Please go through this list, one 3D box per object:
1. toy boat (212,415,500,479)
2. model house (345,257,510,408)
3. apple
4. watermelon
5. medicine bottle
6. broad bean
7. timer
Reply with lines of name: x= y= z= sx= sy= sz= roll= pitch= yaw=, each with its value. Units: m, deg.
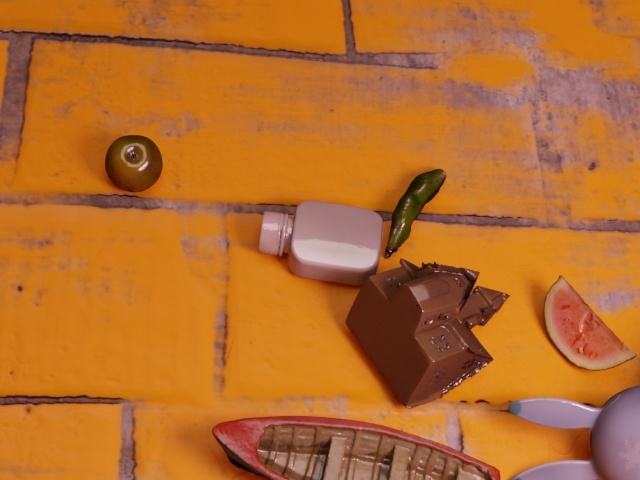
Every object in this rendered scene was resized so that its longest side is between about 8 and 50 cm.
toy boat: x=0.045 y=0.312 z=1.700 sx=0.392 sy=0.079 sz=0.136 roll=12 pitch=58 yaw=2
model house: x=0.196 y=0.098 z=1.836 sx=0.248 sy=0.176 sz=0.181 roll=-17 pitch=59 yaw=-37
apple: x=-0.287 y=-0.119 z=1.946 sx=0.089 sy=0.074 sz=0.090 roll=2 pitch=78 yaw=-10
watermelon: x=0.399 y=0.133 z=1.882 sx=0.069 sy=0.087 sz=0.163 roll=-10 pitch=55 yaw=-51
medicine bottle: x=0.000 y=0.000 z=1.910 sx=0.183 sy=0.069 sz=0.119 roll=9 pitch=57 yaw=-3
broad bean: x=0.147 y=-0.058 z=1.972 sx=0.046 sy=0.061 sz=0.195 roll=28 pitch=58 yaw=8
timer: x=0.407 y=0.278 z=1.759 sx=0.255 sy=0.175 sz=0.175 roll=0 pitch=51 yaw=28
